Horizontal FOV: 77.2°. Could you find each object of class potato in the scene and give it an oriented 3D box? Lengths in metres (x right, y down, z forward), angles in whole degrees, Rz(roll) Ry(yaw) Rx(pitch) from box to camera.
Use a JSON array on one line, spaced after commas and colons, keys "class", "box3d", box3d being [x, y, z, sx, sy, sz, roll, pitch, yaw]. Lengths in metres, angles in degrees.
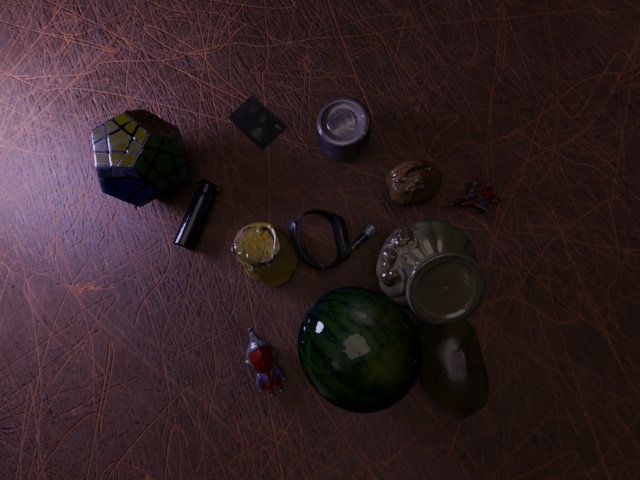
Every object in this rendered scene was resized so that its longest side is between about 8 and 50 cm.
[{"class": "potato", "box3d": [0.387, 0.371, 1.198, 0.210, 0.173, 0.307, -16, 76, -2]}]

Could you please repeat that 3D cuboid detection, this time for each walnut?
[{"class": "walnut", "box3d": [0.310, -0.194, 1.320, 0.184, 0.155, 0.155, -14, 79, -2]}]

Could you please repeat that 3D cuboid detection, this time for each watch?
[{"class": "watch", "box3d": [0.000, 0.000, 1.309, 0.193, 0.068, 0.206, -6, 81, -24]}]

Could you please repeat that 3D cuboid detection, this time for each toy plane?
[{"class": "toy plane", "box3d": [0.503, -0.139, 1.346, 0.190, 0.061, 0.129, -18, 80, 4]}]

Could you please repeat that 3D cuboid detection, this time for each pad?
[{"class": "pad", "box3d": [-0.232, -0.431, 1.463, 0.190, 0.004, 0.127, 43, 84, 10]}]

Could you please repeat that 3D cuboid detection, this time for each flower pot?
[{"class": "flower pot", "box3d": [0.325, 0.094, 1.168, 0.308, 0.244, 0.306, -1, 106, -4]}]

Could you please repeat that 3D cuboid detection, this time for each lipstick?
[{"class": "lipstick", "box3d": [0.138, -0.005, 1.350, 0.116, 0.037, 0.037, -43, 80, -2]}]

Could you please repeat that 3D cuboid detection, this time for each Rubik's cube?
[{"class": "Rubik's cube", "box3d": [-0.589, -0.269, 1.316, 0.320, 0.318, 0.263, 4, 52, 3]}]

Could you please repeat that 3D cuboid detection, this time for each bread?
[{"class": "bread", "box3d": [-0.176, 0.040, 1.290, 0.197, 0.170, 0.196, -4, 72, 13]}]

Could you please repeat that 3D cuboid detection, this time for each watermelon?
[{"class": "watermelon", "box3d": [0.103, 0.306, 1.145, 0.364, 0.363, 0.362, 0, 79, 3]}]

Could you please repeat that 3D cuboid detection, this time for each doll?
[{"class": "doll", "box3d": [-0.181, 0.382, 1.272, 0.102, 0.075, 0.227, -24, 89, -16]}]

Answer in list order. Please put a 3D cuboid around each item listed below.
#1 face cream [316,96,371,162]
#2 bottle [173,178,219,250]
[{"class": "face cream", "box3d": [0.080, -0.373, 1.362, 0.178, 0.153, 0.177, -1, 79, 4]}, {"class": "bottle", "box3d": [-0.426, -0.091, 1.373, 0.082, 0.072, 0.244, 23, 80, -12]}]
